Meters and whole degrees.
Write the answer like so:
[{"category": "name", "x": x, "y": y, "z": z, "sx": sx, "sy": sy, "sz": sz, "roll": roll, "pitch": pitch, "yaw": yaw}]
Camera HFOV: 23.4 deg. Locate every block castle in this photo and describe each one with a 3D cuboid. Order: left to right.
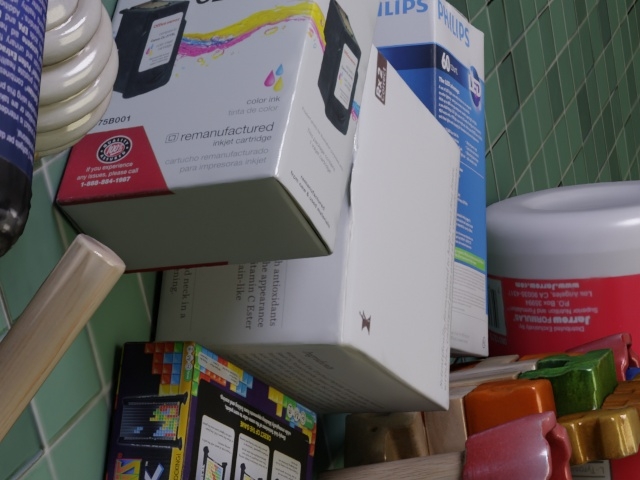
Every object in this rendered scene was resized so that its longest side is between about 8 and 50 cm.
[{"category": "block castle", "x": 0.175, "y": 0.234, "z": 1.090, "sx": 0.453, "sy": 0.212, "sz": 0.303, "roll": -13, "pitch": 91, "yaw": -71}]

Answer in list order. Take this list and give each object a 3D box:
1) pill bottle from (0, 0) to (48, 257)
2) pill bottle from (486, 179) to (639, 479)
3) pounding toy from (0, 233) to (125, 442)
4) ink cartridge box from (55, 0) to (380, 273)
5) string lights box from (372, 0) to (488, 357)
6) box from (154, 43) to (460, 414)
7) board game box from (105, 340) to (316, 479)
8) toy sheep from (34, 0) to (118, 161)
[{"category": "pill bottle", "x": -0.160, "y": -0.058, "z": 0.543, "sx": 0.123, "sy": 0.122, "sz": 0.219, "roll": 33, "pitch": 57, "yaw": -63}, {"category": "pill bottle", "x": 0.273, "y": 0.159, "z": 1.413, "sx": 0.229, "sy": 0.229, "sz": 0.408, "roll": -27, "pitch": 111, "yaw": -66}, {"category": "pounding toy", "x": -0.202, "y": 0.022, "z": 0.431, "sx": 0.236, "sy": 0.110, "sz": 0.183, "roll": 27, "pitch": 91, "yaw": -25}, {"category": "ink cartridge box", "x": -0.049, "y": -0.077, "z": 0.806, "sx": 0.072, "sy": 0.127, "sz": 0.175, "roll": 54, "pitch": 38, "yaw": -48}, {"category": "string lights box", "x": 0.074, "y": -0.045, "z": 1.161, "sx": 0.133, "sy": 0.076, "sz": 0.260, "roll": 21, "pitch": 67, "yaw": -66}, {"category": "box", "x": 0.000, "y": 0.000, "z": 0.924, "sx": 0.182, "sy": 0.119, "sz": 0.181, "roll": 39, "pitch": 52, "yaw": -60}, {"category": "board game box", "x": -0.059, "y": 0.144, "z": 0.853, "sx": 0.170, "sy": 0.048, "sz": 0.141, "roll": 41, "pitch": 51, "yaw": -60}, {"category": "toy sheep", "x": -0.129, "y": -0.080, "z": 0.666, "sx": 0.132, "sy": 0.091, "sz": 0.091, "roll": 108, "pitch": -3, "yaw": -52}]
